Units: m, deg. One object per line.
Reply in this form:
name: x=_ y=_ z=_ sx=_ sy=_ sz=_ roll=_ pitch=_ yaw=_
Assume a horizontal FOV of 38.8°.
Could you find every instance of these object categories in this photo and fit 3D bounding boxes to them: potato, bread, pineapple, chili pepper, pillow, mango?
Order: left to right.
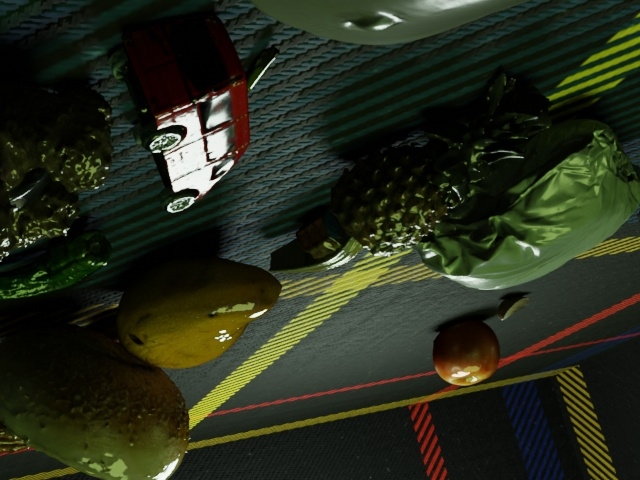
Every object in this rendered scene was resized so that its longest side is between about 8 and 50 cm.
chili pepper: x=-0.306 y=0.028 z=1.011 sx=0.182 sy=0.050 sz=0.073 roll=-18 pitch=170 yaw=17
bread: x=-0.315 y=0.218 z=1.261 sx=0.159 sy=0.305 sz=0.305 roll=-60 pitch=155 yaw=1
mango: x=-0.167 y=0.084 z=1.183 sx=0.177 sy=0.120 sz=0.295 roll=6 pitch=152 yaw=-32
pineapple: x=0.130 y=-0.082 z=0.962 sx=0.251 sy=0.125 sz=0.125 roll=-36 pitch=155 yaw=26
potato: x=0.409 y=0.134 z=1.949 sx=0.093 sy=0.036 sz=0.037 roll=-24 pitch=134 yaw=-37
pillow: x=0.269 y=-0.039 z=1.133 sx=0.283 sy=0.138 sz=0.310 roll=-31 pitch=160 yaw=18

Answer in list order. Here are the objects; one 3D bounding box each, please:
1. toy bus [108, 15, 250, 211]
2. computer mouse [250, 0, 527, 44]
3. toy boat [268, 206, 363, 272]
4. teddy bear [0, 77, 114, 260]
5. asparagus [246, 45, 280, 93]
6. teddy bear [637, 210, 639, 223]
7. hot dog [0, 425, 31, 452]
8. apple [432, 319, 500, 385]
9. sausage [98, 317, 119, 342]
toy bus: x=-0.108 y=-0.098 z=0.741 sx=0.089 sy=0.081 sz=0.195 roll=-22 pitch=163 yaw=-11
computer mouse: x=0.091 y=-0.184 z=0.533 sx=0.197 sy=0.095 sz=0.330 roll=9 pitch=162 yaw=-38
toy boat: x=0.000 y=0.000 z=1.154 sx=0.066 sy=0.065 sz=0.172 roll=27 pitch=139 yaw=-32
teddy bear: x=-0.231 y=-0.060 z=0.681 sx=0.182 sy=0.129 sz=0.251 roll=-39 pitch=-175 yaw=-17
asparagus: x=-0.072 y=-0.123 z=0.794 sx=0.016 sy=0.013 sz=0.166 roll=-54 pitch=-172 yaw=-34
teddy bear: x=0.585 y=-0.044 z=1.407 sx=0.177 sy=0.140 sz=0.190 roll=9 pitch=176 yaw=14
hot dog: x=-0.524 y=0.302 z=1.556 sx=0.272 sy=0.122 sz=0.196 roll=-9 pitch=168 yaw=-23
apple: x=0.333 y=0.254 z=2.086 sx=0.163 sy=0.139 sz=0.163 roll=-3 pitch=155 yaw=-1
sausage: x=-0.323 y=0.152 z=1.392 sx=0.042 sy=0.036 sz=0.158 roll=31 pitch=143 yaw=-17
